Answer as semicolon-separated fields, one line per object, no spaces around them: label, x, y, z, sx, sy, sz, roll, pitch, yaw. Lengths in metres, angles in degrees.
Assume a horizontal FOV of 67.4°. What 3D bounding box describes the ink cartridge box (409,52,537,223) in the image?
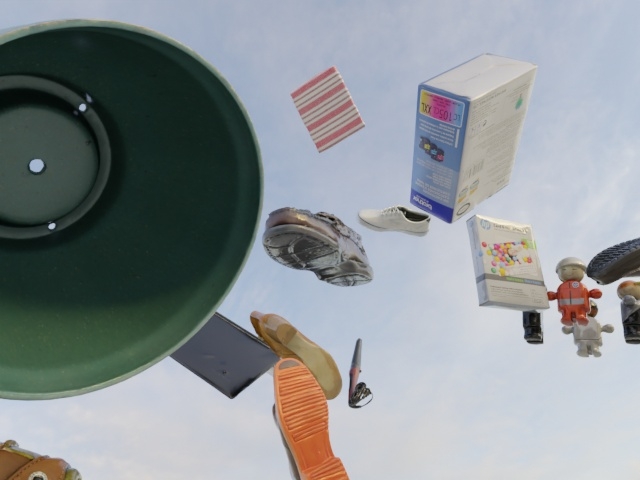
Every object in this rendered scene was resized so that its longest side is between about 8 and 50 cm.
ink cartridge box;0.370;-0.228;1.213;0.270;0.151;0.396;-31;-45;-28

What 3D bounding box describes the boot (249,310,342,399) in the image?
boot;-0.073;0.313;1.362;0.104;0.211;0.295;-44;-71;-18

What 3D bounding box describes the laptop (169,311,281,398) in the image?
laptop;-0.330;0.389;1.566;0.236;0.381;0.408;-50;-23;-30

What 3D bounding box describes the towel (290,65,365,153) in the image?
towel;0.018;-0.345;1.268;0.144;0.197;0.029;-28;-11;16

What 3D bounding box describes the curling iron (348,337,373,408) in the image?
curling iron;0.106;0.356;1.308;0.068;0.274;0.035;-22;-71;13

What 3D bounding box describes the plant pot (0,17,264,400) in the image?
plant pot;-0.222;-0.044;0.422;0.293;0.196;0.293;-29;-48;-37

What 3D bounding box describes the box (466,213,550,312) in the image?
box;0.377;0.047;0.971;0.145;0.186;0.038;9;-28;-17

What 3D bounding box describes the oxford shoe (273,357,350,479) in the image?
oxford shoe;-0.047;0.458;1.111;0.129;0.364;0.133;-1;-31;-31

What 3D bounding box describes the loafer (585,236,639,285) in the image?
loafer;0.559;0.031;0.809;0.220;0.080;0.078;-23;-90;-4

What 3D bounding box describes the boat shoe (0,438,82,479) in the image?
boat shoe;-0.179;0.202;0.181;0.104;0.307;0.111;12;-65;-14

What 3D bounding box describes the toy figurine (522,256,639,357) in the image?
toy figurine;0.554;0.144;1.024;0.209;0.148;0.213;15;-29;-3

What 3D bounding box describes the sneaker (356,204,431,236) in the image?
sneaker;0.253;-0.083;1.652;0.258;0.094;0.091;8;-45;2

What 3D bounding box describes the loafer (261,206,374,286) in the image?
loafer;0.000;0.000;0.772;0.109;0.095;0.302;-12;-23;23

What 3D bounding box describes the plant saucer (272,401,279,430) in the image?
plant saucer;-0.062;0.499;1.309;0.168;0.168;0.029;21;-76;-30
